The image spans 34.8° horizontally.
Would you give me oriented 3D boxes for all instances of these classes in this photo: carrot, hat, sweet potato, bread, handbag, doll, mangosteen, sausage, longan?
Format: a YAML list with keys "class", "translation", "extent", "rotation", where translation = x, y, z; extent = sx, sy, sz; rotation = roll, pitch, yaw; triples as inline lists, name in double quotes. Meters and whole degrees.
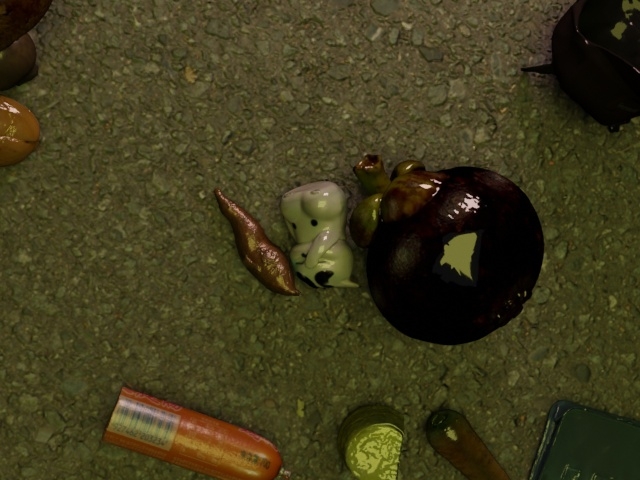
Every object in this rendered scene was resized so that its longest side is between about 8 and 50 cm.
- class: "carrot"
  translation: [0.289, 0.408, 1.754]
  extent: [0.078, 0.078, 0.298]
  rotation: [-42, 103, -5]
- class: "hat"
  translation: [0.475, -0.246, 1.648]
  extent: [0.238, 0.336, 0.209]
  rotation: [7, 132, -27]
- class: "sweet potato"
  translation: [-0.107, 0.011, 1.656]
  extent: [0.068, 0.068, 0.226]
  rotation: [-37, 82, -5]
- class: "bread"
  translation: [-0.521, -0.172, 1.547]
  extent: [0.189, 0.077, 0.114]
  rotation: [14, 115, -17]
- class: "handbag"
  translation: [0.492, 0.391, 1.793]
  extent: [0.229, 0.062, 0.179]
  rotation: [17, 94, -11]
- class: "doll"
  translation: [-0.002, -0.006, 1.645]
  extent: [0.110, 0.107, 0.181]
  rotation: [-3, 95, 33]
- class: "mangosteen"
  translation: [0.189, 0.019, 1.607]
  extent: [0.313, 0.297, 0.297]
  rotation: [13, 93, 33]
- class: "sausage"
  translation: [-0.190, 0.328, 1.647]
  extent: [0.312, 0.093, 0.093]
  rotation: [21, 91, -11]
- class: "longan"
  translation: [-0.479, -0.276, 1.547]
  extent: [0.106, 0.106, 0.119]
  rotation: [-55, 143, -2]
- class: "bread"
  translation: [0.086, 0.340, 1.688]
  extent: [0.111, 0.114, 0.129]
  rotation: [4, 91, -4]

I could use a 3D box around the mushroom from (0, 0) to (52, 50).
- class: "mushroom"
  translation: [-0.527, -0.422, 1.447]
  extent: [0.345, 0.345, 0.239]
  rotation: [-29, 135, -7]
